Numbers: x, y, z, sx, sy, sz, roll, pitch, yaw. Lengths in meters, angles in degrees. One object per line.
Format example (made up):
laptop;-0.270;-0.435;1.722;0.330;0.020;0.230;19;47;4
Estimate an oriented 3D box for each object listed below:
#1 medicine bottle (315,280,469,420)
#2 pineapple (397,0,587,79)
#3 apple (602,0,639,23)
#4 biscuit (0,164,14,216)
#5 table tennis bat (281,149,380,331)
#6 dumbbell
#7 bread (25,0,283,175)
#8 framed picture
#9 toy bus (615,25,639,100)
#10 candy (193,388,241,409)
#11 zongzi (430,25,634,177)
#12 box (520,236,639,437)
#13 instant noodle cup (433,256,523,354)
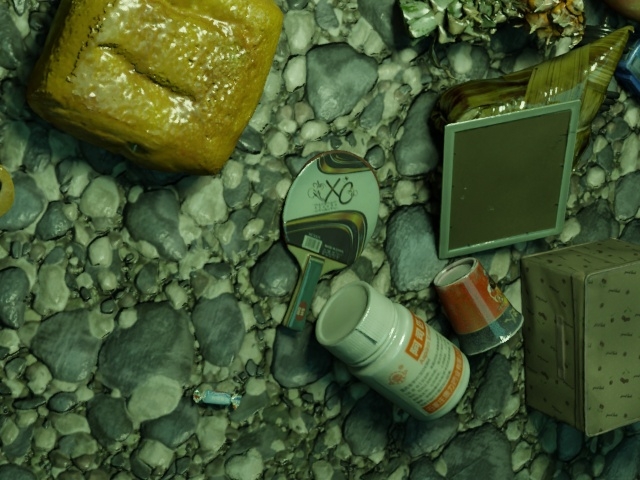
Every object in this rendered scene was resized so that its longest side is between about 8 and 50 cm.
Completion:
medicine bottle;0.118;0.182;1.992;0.252;0.144;0.144;35;83;-28
pineapple;0.254;-0.393;1.929;0.271;0.262;0.262;-19;111;1
apple;0.572;-0.485;2.049;0.256;0.234;0.257;-6;102;-29
biscuit;-0.526;-0.093;1.642;0.240;0.035;0.158;21;92;-30
table tennis bat;0.000;0.000;1.959;0.173;0.022;0.301;21;88;-30
dumbbell;0.481;-0.301;2.115;0.099;0.099;0.209;5;99;-30
bread;-0.211;-0.267;1.712;0.328;0.148;0.337;26;88;-31
framed picture;0.306;-0.100;2.008;0.232;0.019;0.296;-11;134;-10
toy bus;0.619;-0.283;2.206;0.236;0.079;0.094;41;82;-29
candy;-0.163;0.252;1.919;0.083;0.020;0.030;8;95;-29
zongzi;0.354;-0.258;1.994;0.286;0.134;0.288;12;120;-30
box;0.500;0.163;2.172;0.225;0.190;0.297;-11;107;-27
instant noodle cup;0.262;0.106;2.074;0.127;0.127;0.136;-37;106;-18
